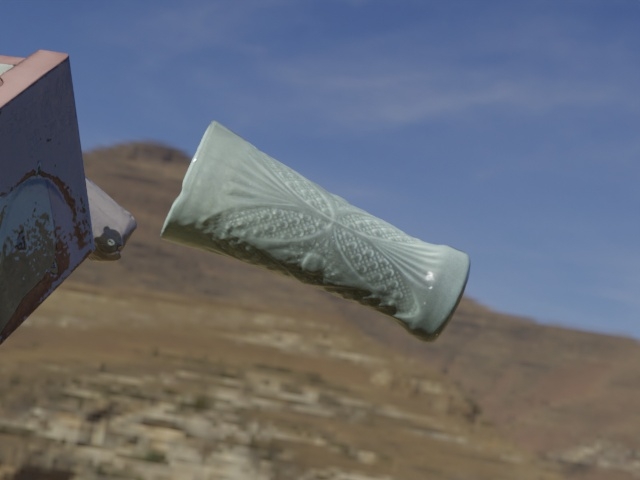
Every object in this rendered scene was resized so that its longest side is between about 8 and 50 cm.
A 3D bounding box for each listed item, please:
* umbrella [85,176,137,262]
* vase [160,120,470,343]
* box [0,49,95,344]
[{"bbox_3d":[-0.338,-0.094,1.758,0.067,0.073,0.337,-24,-54,40],"label":"umbrella"},{"bbox_3d":[0.000,0.000,1.190,0.219,0.096,0.096,25,-7,-4],"label":"vase"},{"bbox_3d":[-0.298,-0.038,1.435,0.086,0.215,0.215,8,31,20],"label":"box"}]
